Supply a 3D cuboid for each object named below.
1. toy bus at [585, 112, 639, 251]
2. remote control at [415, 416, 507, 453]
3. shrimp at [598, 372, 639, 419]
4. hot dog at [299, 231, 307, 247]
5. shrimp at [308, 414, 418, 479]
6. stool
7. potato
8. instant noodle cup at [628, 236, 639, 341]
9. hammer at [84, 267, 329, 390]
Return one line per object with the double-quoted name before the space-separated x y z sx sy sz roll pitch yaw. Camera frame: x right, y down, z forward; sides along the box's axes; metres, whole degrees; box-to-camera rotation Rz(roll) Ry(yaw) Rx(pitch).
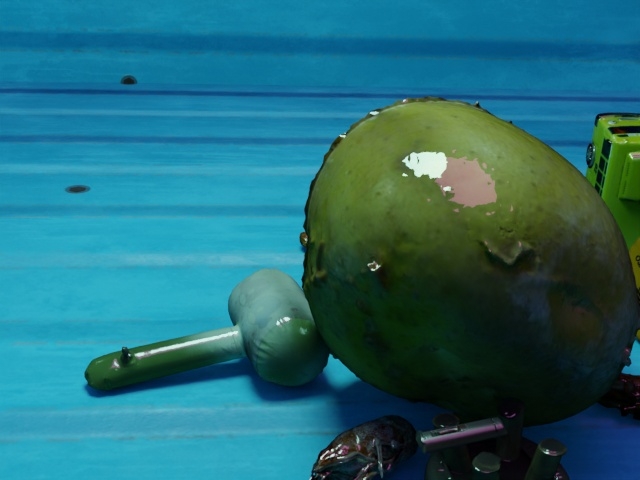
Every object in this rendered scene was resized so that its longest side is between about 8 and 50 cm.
"toy bus" 0.580 -0.101 1.628 0.128 0.262 0.150 1 27 -1
"remote control" 0.144 0.197 0.872 0.091 0.016 0.034 -10 21 -9
"shrimp" 0.489 0.242 1.088 0.290 0.054 0.222 11 25 10
"hot dog" 0.000 0.000 1.618 0.083 0.035 0.058 -4 24 -13
"shrimp" 0.043 0.259 0.999 0.190 0.075 0.073 -13 59 -45
"stool" 0.211 0.266 0.906 0.228 0.139 0.153 11 28 25
"potato" 0.194 0.066 1.033 0.442 0.385 0.319 32 12 -32
"instant noodle cup" 0.603 0.076 1.311 0.172 0.215 0.216 -1 22 -32
"hammer" -0.165 0.145 1.202 0.336 0.119 0.206 -12 25 -15
